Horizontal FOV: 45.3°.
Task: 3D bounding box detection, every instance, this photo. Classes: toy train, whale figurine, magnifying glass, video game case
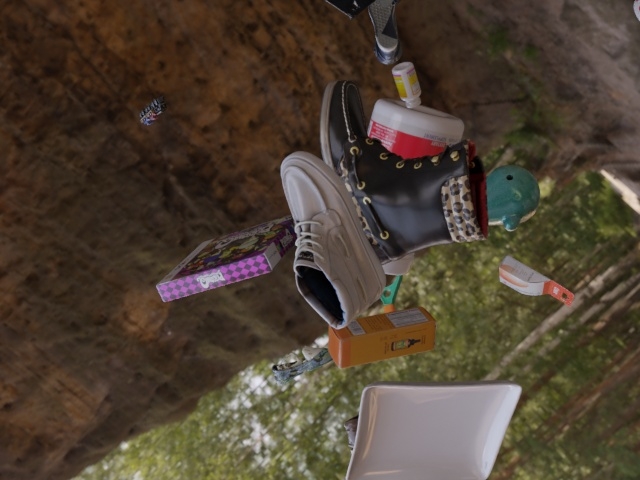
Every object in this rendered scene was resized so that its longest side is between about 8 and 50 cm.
[{"bbox_3d":[-0.358,-0.277,1.647,0.036,0.027,0.158,62,155,-10],"label":"toy train"},{"bbox_3d":[0.505,-0.121,2.229,0.141,0.271,0.216,73,172,-55],"label":"whale figurine"},{"bbox_3d":[0.180,0.151,2.041,0.026,0.092,0.231,37,-137,-53],"label":"magnifying glass"},{"bbox_3d":[-0.159,0.028,1.421,0.042,0.232,0.210,67,-156,-15],"label":"video game case"}]

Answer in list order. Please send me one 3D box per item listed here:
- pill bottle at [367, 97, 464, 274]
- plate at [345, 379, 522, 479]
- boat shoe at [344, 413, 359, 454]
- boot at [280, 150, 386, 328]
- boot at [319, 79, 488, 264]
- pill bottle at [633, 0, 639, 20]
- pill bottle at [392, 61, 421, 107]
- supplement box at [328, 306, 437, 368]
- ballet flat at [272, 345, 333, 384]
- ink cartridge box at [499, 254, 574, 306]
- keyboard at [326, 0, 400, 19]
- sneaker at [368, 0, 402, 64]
[{"bbox_3d":[0.196,-0.132,1.924,0.228,0.408,0.229,13,-163,-4],"label":"pill bottle"},{"bbox_3d":[0.193,0.337,1.371,0.277,0.278,0.045,1,-142,-7],"label":"plate"},{"bbox_3d":[0.160,0.444,1.964,0.324,0.116,0.097,-23,-88,-57],"label":"boat shoe"},{"bbox_3d":[0.000,0.000,1.120,0.258,0.095,0.123,58,-140,-7],"label":"boot"},{"bbox_3d":[0.155,-0.143,1.450,0.138,0.284,0.378,5,-104,-61],"label":"boot"},{"bbox_3d":[0.875,-0.609,1.761,0.161,0.283,0.161,13,-128,-17],"label":"pill bottle"},{"bbox_3d":[0.171,-0.303,1.502,0.043,0.043,0.083,-117,4,-59],"label":"pill bottle"},{"bbox_3d":[0.137,0.212,1.695,0.233,0.078,0.080,-7,-153,-16],"label":"supplement box"},{"bbox_3d":[-0.045,0.307,1.959,0.070,0.188,0.070,55,-164,-24],"label":"ballet flat"},{"bbox_3d":[0.515,0.113,1.844,0.179,0.045,0.145,35,175,20],"label":"ink cartridge box"},{"bbox_3d":[0.173,-0.614,1.738,0.201,0.317,0.033,17,-131,-50],"label":"keyboard"},{"bbox_3d":[0.202,-0.659,2.385,0.163,0.086,0.226,50,-145,-73],"label":"sneaker"}]
